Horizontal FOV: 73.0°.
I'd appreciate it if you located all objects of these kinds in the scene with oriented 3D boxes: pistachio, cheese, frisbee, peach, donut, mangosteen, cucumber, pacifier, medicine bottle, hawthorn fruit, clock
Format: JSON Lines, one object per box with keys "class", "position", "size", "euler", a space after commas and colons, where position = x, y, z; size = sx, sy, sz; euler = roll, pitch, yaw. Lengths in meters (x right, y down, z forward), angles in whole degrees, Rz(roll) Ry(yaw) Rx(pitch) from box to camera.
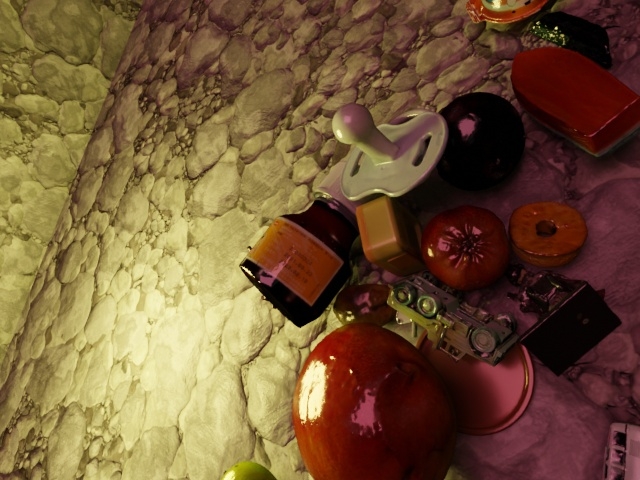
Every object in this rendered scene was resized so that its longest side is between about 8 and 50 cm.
{"class": "pistachio", "position": [0.103, 0.163, 1.038], "size": [0.189, 0.100, 0.110], "euler": [-8, 65, 32]}
{"class": "cheese", "position": [0.509, -0.634, 1.022], "size": [0.329, 0.129, 0.217], "euler": [-24, 62, 26]}
{"class": "frisbee", "position": [0.311, 0.271, 0.903], "size": [0.250, 0.021, 0.251], "euler": [-13, 66, 31]}
{"class": "peach", "position": [0.099, 0.331, 0.824], "size": [0.373, 0.289, 0.373], "euler": [-59, 15, 26]}
{"class": "donut", "position": [0.444, -0.010, 0.854], "size": [0.151, 0.058, 0.152], "euler": [-10, 42, 9]}
{"class": "mangosteen", "position": [0.324, -0.226, 0.970], "size": [0.211, 0.211, 0.250], "euler": [-55, 34, 6]}
{"class": "cucumber", "position": [0.580, -0.464, 0.967], "size": [0.070, 0.046, 0.220], "euler": [-41, 54, 7]}
{"class": "pacifier", "position": [0.121, -0.208, 0.895], "size": [0.287, 0.225, 0.239], "euler": [8, 71, 53]}
{"class": "medicine bottle", "position": [0.000, 0.000, 1.083], "size": [0.242, 0.243, 0.395], "euler": [28, 71, 39]}
{"class": "hawthorn fruit", "position": [0.297, 0.019, 0.912], "size": [0.178, 0.200, 0.179], "euler": [-1, 81, 4]}
{"class": "clock", "position": [0.168, -0.005, 0.988], "size": [0.096, 0.202, 0.144], "euler": [-19, 63, 27]}

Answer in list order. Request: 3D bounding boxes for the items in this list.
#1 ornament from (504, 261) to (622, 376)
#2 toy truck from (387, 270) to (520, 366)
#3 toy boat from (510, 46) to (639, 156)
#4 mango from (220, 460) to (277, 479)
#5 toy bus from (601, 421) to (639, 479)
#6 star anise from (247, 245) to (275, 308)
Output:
{"class": "ornament", "position": [0.431, 0.114, 0.845], "size": [0.166, 0.153, 0.196], "euler": [-45, 30, 12]}
{"class": "toy truck", "position": [0.266, 0.173, 0.899], "size": [0.259, 0.128, 0.135], "euler": [26, 115, 37]}
{"class": "toy boat", "position": [0.518, -0.297, 0.905], "size": [0.145, 0.133, 0.332], "euler": [-43, 43, 21]}
{"class": "mango", "position": [-0.145, 0.669, 1.011], "size": [0.175, 0.143, 0.293], "euler": [-39, 65, 10]}
{"class": "toy bus", "position": [0.501, 0.389, 0.687], "size": [0.088, 0.087, 0.194], "euler": [2, 75, 43]}
{"class": "star anise", "position": [-0.105, 0.085, 1.227], "size": [0.177, 0.073, 0.234], "euler": [-25, 69, 12]}
